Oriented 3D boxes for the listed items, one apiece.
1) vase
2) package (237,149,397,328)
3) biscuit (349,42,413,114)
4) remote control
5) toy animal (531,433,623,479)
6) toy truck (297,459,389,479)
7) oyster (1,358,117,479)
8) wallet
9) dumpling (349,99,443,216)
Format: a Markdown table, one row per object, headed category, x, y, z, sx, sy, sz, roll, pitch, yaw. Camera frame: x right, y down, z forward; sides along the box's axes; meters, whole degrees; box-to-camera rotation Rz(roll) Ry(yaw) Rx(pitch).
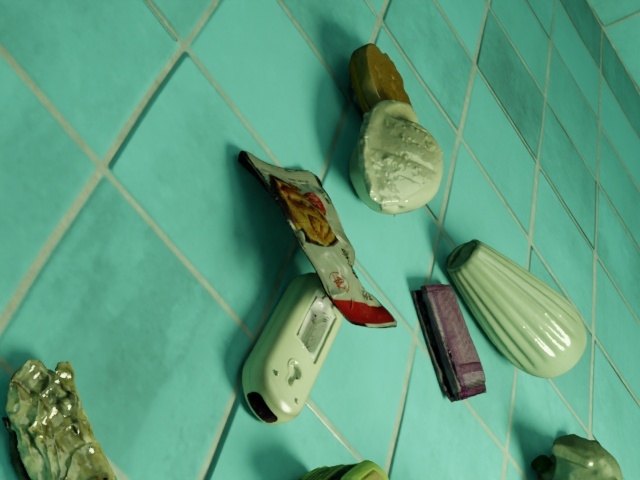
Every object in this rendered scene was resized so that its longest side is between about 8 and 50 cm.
| category | x | y | z | sx | sy | sz | roll | pitch | yaw |
| --- | --- | --- | --- | --- | --- | --- | --- | --- | --- |
| vase | 0.288 | 0.097 | 1.579 | 0.248 | 0.128 | 0.128 | 43 | 37 | -20 |
| package | 0.000 | 0.000 | 1.214 | 0.154 | 0.030 | 0.239 | 14 | 43 | -58 |
| biscuit | 0.085 | -0.207 | 1.526 | 0.170 | 0.050 | 0.170 | 52 | 27 | -39 |
| remote control | -0.024 | 0.111 | 1.142 | 0.078 | 0.042 | 0.221 | 57 | 30 | -19 |
| toy animal | 0.394 | 0.351 | 1.589 | 0.236 | 0.138 | 0.108 | 28 | 77 | -66 |
| toy truck | 0.052 | 0.315 | 1.055 | 0.085 | 0.116 | 0.191 | -14 | 83 | -61 |
| oyster | -0.184 | 0.182 | 0.824 | 0.199 | 0.061 | 0.106 | 64 | 29 | -6 |
| wallet | 0.186 | 0.139 | 1.470 | 0.111 | 0.030 | 0.165 | -2 | 72 | -57 |
| dumpling | 0.095 | -0.110 | 1.417 | 0.176 | 0.092 | 0.150 | -30 | 93 | -30 |
